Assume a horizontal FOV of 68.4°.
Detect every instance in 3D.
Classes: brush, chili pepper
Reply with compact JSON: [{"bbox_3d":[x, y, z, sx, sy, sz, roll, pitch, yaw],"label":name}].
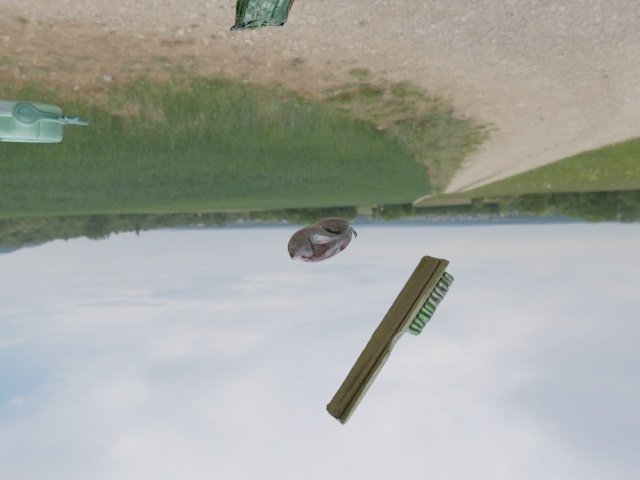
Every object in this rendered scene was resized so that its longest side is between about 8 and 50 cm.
[{"bbox_3d":[0.107,0.144,0.693,0.048,0.282,0.054,43,165,-22],"label":"brush"},{"bbox_3d":[0.000,0.001,0.618,0.050,0.041,0.153,41,-143,18],"label":"chili pepper"},{"bbox_3d":[-0.035,-0.334,0.547,0.224,0.061,0.098,-42,166,34],"label":"chili pepper"}]

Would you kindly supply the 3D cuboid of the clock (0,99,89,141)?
[{"bbox_3d":[-0.539,-0.213,0.849,0.211,0.065,0.159,-2,-171,-11],"label":"clock"}]
